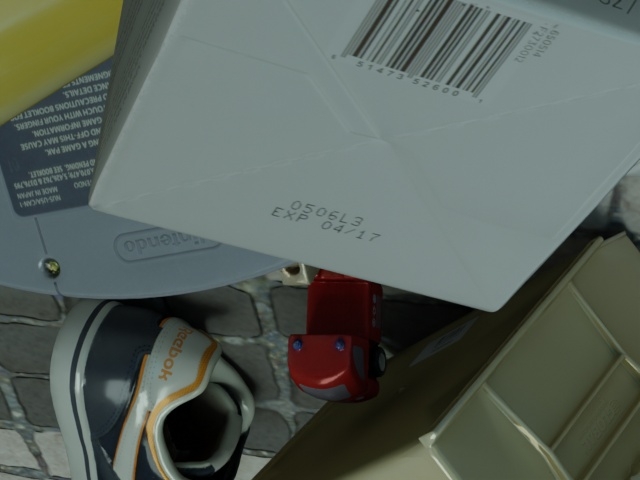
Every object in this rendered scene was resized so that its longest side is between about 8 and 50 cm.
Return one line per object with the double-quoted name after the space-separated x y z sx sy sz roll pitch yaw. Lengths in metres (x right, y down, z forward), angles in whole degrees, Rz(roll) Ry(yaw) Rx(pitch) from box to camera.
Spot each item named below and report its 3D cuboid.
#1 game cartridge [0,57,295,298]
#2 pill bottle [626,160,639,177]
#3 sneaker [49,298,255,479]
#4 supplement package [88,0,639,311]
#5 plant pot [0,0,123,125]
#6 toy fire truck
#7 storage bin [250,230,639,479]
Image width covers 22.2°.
-0.095 -0.068 0.941 0.297 0.062 0.198 -9 107 29 "game cartridge"
0.108 -0.084 0.843 0.186 0.112 0.112 6 153 -36 "pill bottle"
-0.122 0.179 1.289 0.127 0.126 0.321 12 142 14 "sneaker"
0.030 -0.153 0.649 0.177 0.293 0.175 14 144 -15 "supplement package"
-0.193 -0.156 0.801 0.239 0.254 0.254 -18 134 15 "plant pot"
0.000 0.000 1.006 0.047 0.192 0.135 -1 169 22 "toy fire truck"
0.085 0.140 1.041 0.123 0.260 0.262 52 136 -3 "storage bin"
